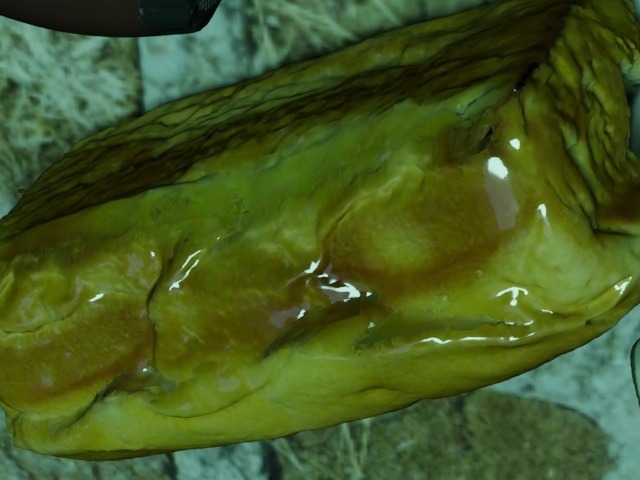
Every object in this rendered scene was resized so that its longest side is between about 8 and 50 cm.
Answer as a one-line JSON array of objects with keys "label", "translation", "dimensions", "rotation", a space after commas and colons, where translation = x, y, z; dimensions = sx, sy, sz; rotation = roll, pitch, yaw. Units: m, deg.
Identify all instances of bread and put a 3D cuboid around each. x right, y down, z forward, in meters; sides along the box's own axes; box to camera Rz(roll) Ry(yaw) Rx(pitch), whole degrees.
[{"label": "bread", "translation": [0.001, 0.006, 0.897], "dimensions": [0.344, 0.195, 0.149], "rotation": [-15, 113, 32]}]

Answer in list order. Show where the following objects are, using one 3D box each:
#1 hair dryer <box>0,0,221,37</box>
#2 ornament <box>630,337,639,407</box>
[{"label": "hair dryer", "translation": [-0.161, -0.246, 0.780], "dimensions": [0.312, 0.123, 0.340], "rotation": [26, 145, 11]}, {"label": "ornament", "translation": [0.233, 0.060, 0.929], "dimensions": [0.156, 0.081, 0.075], "rotation": [-22, 79, 33]}]
